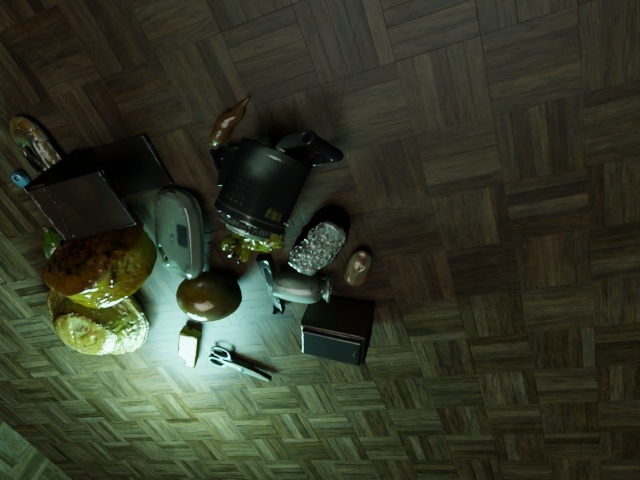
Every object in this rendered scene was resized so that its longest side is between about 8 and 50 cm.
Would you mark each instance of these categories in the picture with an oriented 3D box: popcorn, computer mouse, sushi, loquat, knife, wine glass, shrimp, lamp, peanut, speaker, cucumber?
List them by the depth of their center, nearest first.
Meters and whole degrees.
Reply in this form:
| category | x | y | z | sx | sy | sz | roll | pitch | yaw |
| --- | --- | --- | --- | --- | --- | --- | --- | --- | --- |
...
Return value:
| category | x | y | z | sx | sy | sz | roll | pitch | yaw |
| --- | --- | --- | --- | --- | --- | --- | --- | --- | --- |
| lamp | -0.151 | -0.135 | 1.244 | 0.374 | 0.205 | 0.272 | 5 | 84 | 32 |
| sushi | 0.000 | 0.000 | 1.416 | 0.124 | 0.127 | 0.225 | 34 | 119 | -11 |
| popcorn | -0.206 | -0.019 | 1.450 | 0.168 | 0.173 | 0.195 | 22 | 122 | -31 |
| shrimp | -0.906 | -0.276 | 1.472 | 0.145 | 0.059 | 0.254 | -10 | 123 | 23 |
| peanut | 0.121 | 0.090 | 1.492 | 0.076 | 0.076 | 0.152 | 18 | 131 | 0 |
| computer mouse | -0.466 | -0.020 | 1.534 | 0.197 | 0.095 | 0.330 | 18 | 119 | 20 |
| wine glass | -0.058 | 0.158 | 1.558 | 0.205 | 0.111 | 0.111 | 4 | 127 | 6 |
| speaker | 0.059 | 0.309 | 1.600 | 0.231 | 0.192 | 0.153 | 9 | 129 | 12 |
| knife | -0.979 | -0.145 | 1.610 | 0.058 | 0.032 | 0.244 | -22 | 124 | 17 |
| loquat | -0.394 | 0.200 | 1.636 | 0.228 | 0.179 | 0.179 | 4 | 127 | 2 |
| cucumber | -0.949 | 0.046 | 1.688 | 0.134 | 0.134 | 0.244 | -6 | 121 | 18 |

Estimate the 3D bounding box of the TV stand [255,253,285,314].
| category | x | y | z | sx | sy | sz | roll | pitch | yaw |
| --- | --- | --- | --- | --- | --- | --- | --- | --- | --- |
| TV stand | -0.176 | 0.160 | 1.634 | 0.049 | 0.040 | 0.256 | -1 | 126 | 14 |

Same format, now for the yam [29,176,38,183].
| category | x | y | z | sx | sy | sz | roll | pitch | yaw |
| --- | --- | --- | --- | --- | --- | --- | --- | --- | --- |
| yam | -0.894 | -0.170 | 1.541 | 0.147 | 0.069 | 0.069 | 30 | 127 | -9 |

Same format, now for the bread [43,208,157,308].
| category | x | y | z | sx | sy | sz | roll | pitch | yaw |
| --- | --- | --- | --- | --- | --- | --- | --- | --- | --- |
| bread | -0.705 | 0.058 | 1.502 | 0.358 | 0.336 | 0.204 | 14 | 152 | 40 |

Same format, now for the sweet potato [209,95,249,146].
| category | x | y | z | sx | sy | sz | roll | pitch | yaw |
| --- | --- | --- | --- | --- | --- | --- | --- | --- | --- |
| sweet potato | -0.257 | -0.333 | 1.279 | 0.056 | 0.056 | 0.195 | 40 | 119 | -17 |

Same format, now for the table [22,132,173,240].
| category | x | y | z | sx | sy | sz | roll | pitch | yaw |
| --- | --- | --- | --- | --- | --- | --- | --- | --- | --- |
| table | -0.651 | -0.165 | 1.373 | 0.282 | 0.250 | 0.196 | -9 | 123 | 21 |

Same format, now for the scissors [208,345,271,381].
| category | x | y | z | sx | sy | sz | roll | pitch | yaw |
| --- | --- | --- | --- | --- | --- | --- | --- | --- | --- |
| scissors | -0.342 | 0.536 | 1.957 | 0.289 | 0.041 | 0.138 | 25 | 129 | -1 |

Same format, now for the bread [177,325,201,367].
| category | x | y | z | sx | sy | sz | roll | pitch | yaw |
| --- | --- | --- | --- | --- | --- | --- | --- | --- | --- |
| bread | -0.558 | 0.454 | 1.944 | 0.088 | 0.049 | 0.226 | 19 | 129 | -1 |

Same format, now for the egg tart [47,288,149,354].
| category | x | y | z | sx | sy | sz | roll | pitch | yaw |
| --- | --- | --- | --- | --- | --- | --- | --- | --- | --- |
| egg tart | -0.917 | 0.334 | 1.858 | 0.444 | 0.178 | 0.443 | 6 | 126 | 8 |
